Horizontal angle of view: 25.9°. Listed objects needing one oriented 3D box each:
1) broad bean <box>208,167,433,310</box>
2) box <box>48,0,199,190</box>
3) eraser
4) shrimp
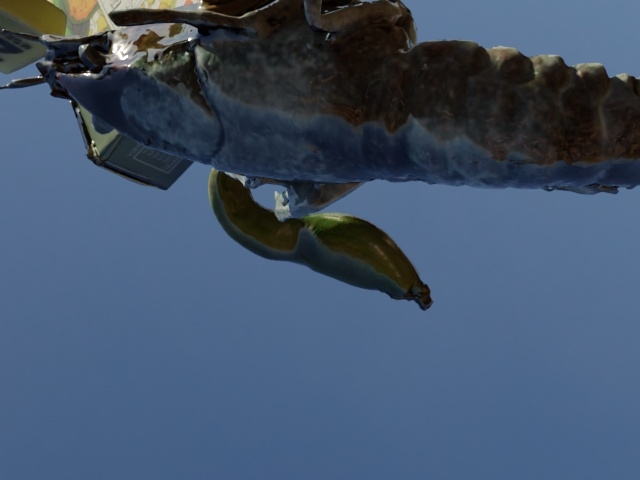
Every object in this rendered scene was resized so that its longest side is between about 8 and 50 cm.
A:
[{"bbox_3d":[0.000,0.000,1.159,0.213,0.070,0.048,27,-156,-2],"label":"broad bean"},{"bbox_3d":[-0.166,-0.334,1.776,0.138,0.420,0.373,25,-151,-44],"label":"box"},{"bbox_3d":[-0.403,-0.270,1.659,0.172,0.117,0.058,30,-127,-45],"label":"eraser"},{"bbox_3d":[0.016,-0.093,0.796,0.410,0.221,0.166,15,-144,24],"label":"shrimp"}]
